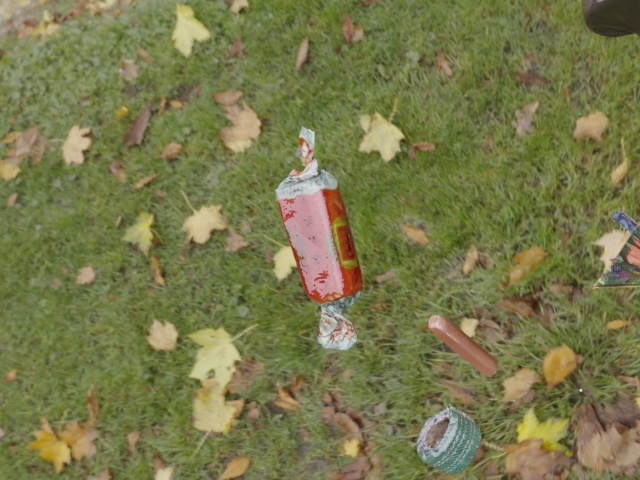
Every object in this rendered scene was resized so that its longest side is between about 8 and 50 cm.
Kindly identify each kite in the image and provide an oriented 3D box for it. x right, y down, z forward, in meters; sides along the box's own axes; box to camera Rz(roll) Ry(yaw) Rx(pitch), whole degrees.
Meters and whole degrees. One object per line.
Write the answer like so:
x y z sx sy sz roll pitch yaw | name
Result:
0.710 0.025 1.601 0.234 0.016 0.321 40 71 5 | kite

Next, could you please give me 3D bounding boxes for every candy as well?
0.000 0.000 0.966 0.086 0.059 0.292 -13 92 37 | candy

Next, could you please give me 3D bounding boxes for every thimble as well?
0.285 0.447 1.681 0.090 0.118 0.135 33 108 -17 | thimble

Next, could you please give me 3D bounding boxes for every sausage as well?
0.223 0.164 1.166 0.035 0.147 0.030 -33 27 44 | sausage

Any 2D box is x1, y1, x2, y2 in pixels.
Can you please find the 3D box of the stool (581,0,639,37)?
0.505 -0.389 1.214 0.125 0.217 0.121 -28 53 56 | stool
